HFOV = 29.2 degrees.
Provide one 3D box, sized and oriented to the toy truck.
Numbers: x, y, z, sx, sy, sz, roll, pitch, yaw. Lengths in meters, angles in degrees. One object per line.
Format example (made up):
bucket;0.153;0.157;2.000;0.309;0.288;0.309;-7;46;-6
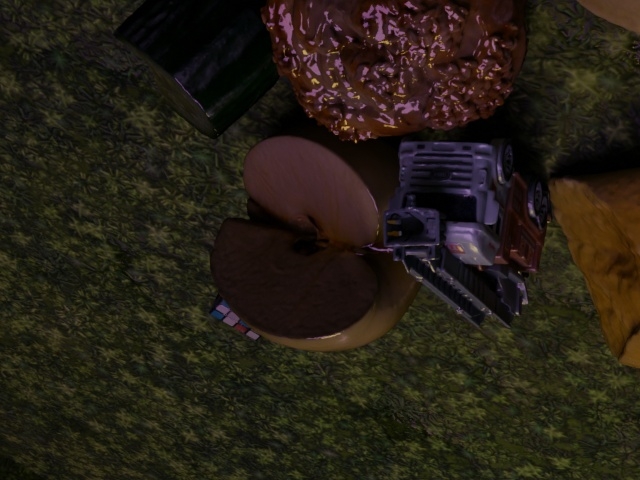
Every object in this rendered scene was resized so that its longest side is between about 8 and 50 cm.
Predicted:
toy truck;0.179;-0.011;1.485;0.132;0.185;0.338;3;167;24

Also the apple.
apple;0.015;-0.004;1.621;0.257;0.295;0.233;16;-173;42

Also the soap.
soap;0.451;0.047;1.449;0.427;0.115;0.306;0;116;52

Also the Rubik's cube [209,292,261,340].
Rubik's cube;-0.106;0.086;1.937;0.092;0.092;0.092;31;144;-11

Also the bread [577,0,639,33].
bread;0.339;-0.305;1.008;0.320;0.320;0.237;11;134;16

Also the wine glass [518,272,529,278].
wine glass;0.210;0.016;1.692;0.155;0.072;0.072;8;142;19

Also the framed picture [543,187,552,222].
framed picture;0.263;-0.051;1.632;0.089;0.007;0.066;6;141;22

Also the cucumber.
cucumber;-0.141;-0.220;1.511;0.191;0.130;0.191;44;167;13

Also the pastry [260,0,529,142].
pastry;0.076;-0.214;1.382;0.310;0.162;0.255;-1;148;33
